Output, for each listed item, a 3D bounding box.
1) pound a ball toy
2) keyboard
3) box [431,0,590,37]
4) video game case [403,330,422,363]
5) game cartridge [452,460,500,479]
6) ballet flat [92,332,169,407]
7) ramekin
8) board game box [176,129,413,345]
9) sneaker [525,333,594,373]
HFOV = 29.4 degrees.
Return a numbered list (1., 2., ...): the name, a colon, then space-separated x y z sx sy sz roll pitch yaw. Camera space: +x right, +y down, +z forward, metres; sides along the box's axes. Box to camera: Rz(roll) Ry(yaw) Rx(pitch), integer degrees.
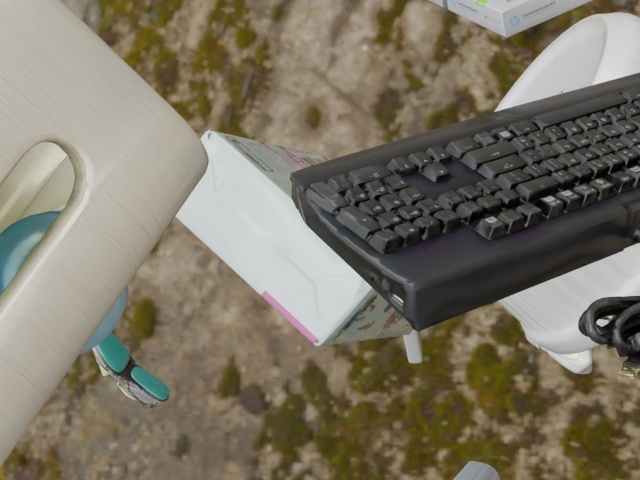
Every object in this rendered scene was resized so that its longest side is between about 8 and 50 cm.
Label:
1. pound a ball toy: -0.146 0.077 0.355 0.208 0.136 0.319 6 58 50
2. keyboard: 0.156 -0.021 0.644 0.201 0.317 0.033 44 138 35
3. box: 0.236 -0.317 1.518 0.186 0.145 0.038 44 154 53
4. video game case: 0.118 0.050 1.667 0.023 0.201 0.183 -4 65 6
5. game cartridge: 0.189 0.471 1.711 0.062 0.198 0.297 14 104 25
6. ballet flat: -0.217 0.143 1.332 0.041 0.114 0.041 -42 13 12
7. ramekin: 0.208 -0.055 0.964 0.273 0.127 0.273 -55 11 16
8. board game box: 0.000 0.000 1.262 0.224 0.303 0.097 42 103 17
9. sneaker: 0.438 0.079 1.775 0.292 0.110 0.118 -41 58 -6
